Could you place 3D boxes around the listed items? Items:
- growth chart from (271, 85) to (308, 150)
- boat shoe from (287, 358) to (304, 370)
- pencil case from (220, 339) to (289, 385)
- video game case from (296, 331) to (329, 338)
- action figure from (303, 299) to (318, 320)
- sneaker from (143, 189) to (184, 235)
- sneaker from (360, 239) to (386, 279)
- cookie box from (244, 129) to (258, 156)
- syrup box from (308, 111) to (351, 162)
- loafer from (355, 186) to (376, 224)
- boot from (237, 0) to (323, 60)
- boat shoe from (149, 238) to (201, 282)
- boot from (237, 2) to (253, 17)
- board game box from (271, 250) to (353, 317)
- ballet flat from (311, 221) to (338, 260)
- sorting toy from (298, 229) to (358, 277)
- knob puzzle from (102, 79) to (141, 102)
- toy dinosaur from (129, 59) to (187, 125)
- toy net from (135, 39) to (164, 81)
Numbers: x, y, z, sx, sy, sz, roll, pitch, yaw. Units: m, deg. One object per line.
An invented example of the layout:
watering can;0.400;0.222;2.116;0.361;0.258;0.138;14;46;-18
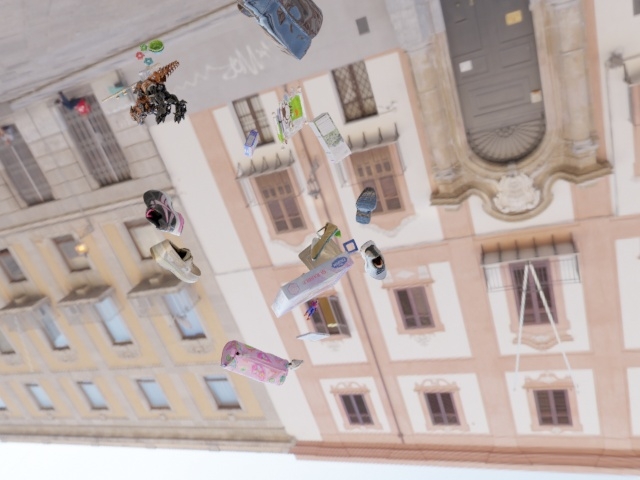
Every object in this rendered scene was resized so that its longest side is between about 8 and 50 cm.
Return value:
growth chart;-0.115;-0.472;1.807;0.021;0.172;0.237;5;-139;29
boat shoe;-0.100;0.485;1.880;0.035;0.035;0.100;-46;-175;-37
pencil case;-0.265;0.498;1.932;0.124;0.284;0.124;-40;-147;34
video game case;-0.032;0.410;2.035;0.087;0.011;0.122;-25;151;34
action figure;-0.032;0.277;1.933;0.030;0.038;0.115;-29;-165;31
sneaker;-0.437;-0.083;1.277;0.178;0.072;0.077;39;-160;33
sneaker;0.267;0.117;2.285;0.100;0.272;0.108;-35;-131;-5
cookie box;-0.362;-0.507;2.493;0.040;0.092;0.107;18;-116;1
syrup box;0.047;-0.508;2.359;0.093;0.237;0.096;-36;-160;-7
loafer;0.137;-0.116;1.429;0.062;0.170;0.061;14;-118;0
boot;-0.081;-0.850;1.594;0.367;0.146;0.445;-45;160;13
boat shoe;-0.576;0.084;1.977;0.098;0.302;0.109;-34;-124;4
boot;-0.277;-1.061;2.132;0.106;0.082;0.219;-17;-167;35
board game box;-0.041;0.190;2.003;0.317;0.066;0.319;-28;167;-21
ballet flat;0.000;0.000;2.127;0.232;0.073;0.080;-52;177;-43
sorting toy;0.015;0.089;2.296;0.347;0.196;0.047;-39;-169;1
knob puzzle;-0.961;-0.705;2.289;0.213;0.030;0.213;-22;-153;12
toy dinosaur;-0.670;-0.588;1.938;0.164;0.218;0.322;-37;172;-40
toy net;-0.764;-0.786;2.089;0.122;0.045;0.232;6;-115;-3
